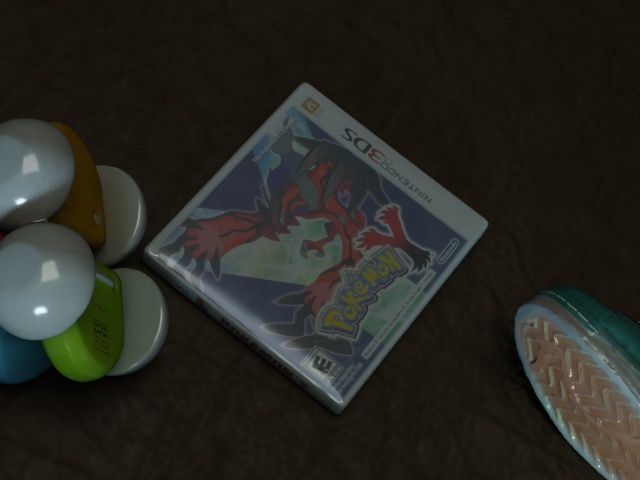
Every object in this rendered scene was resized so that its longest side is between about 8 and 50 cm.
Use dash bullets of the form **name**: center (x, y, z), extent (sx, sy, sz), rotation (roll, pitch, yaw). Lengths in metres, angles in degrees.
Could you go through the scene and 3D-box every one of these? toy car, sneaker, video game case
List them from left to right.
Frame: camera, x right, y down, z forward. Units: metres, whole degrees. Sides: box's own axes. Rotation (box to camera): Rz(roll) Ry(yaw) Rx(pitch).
- **toy car**: center (-0.193, 0.016, 1.008), extent (0.136, 0.159, 0.182), rotation (-20, 67, 14)
- **video game case**: center (0.000, 0.000, 1.119), extent (0.183, 0.023, 0.201), rotation (38, 61, 6)
- **sneaker**: center (0.271, 0.131, 1.084), extent (0.302, 0.108, 0.121), rotation (46, 61, 1)
